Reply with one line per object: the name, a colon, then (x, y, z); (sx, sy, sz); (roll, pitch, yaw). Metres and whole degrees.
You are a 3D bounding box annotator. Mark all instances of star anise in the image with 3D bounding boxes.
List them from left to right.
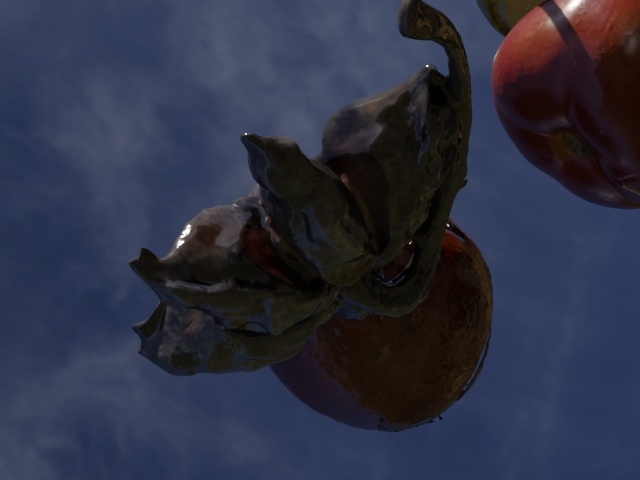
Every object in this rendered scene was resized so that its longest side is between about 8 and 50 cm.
star anise: (0.000, 0.000, 0.940); (0.316, 0.139, 0.359); (-43, -20, 2)

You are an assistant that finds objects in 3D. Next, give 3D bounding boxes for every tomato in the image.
tomato: (0.344, -0.184, 1.548); (0.298, 0.298, 0.226); (46, -107, -31)

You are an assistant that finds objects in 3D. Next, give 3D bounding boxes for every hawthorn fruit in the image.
hawthorn fruit: (0.057, 0.082, 1.612); (0.316, 0.316, 0.316); (-5, -82, -36)

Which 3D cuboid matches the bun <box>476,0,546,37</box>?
bun: (0.373, -0.449, 1.875); (0.364, 0.364, 0.202); (25, -142, -36)
